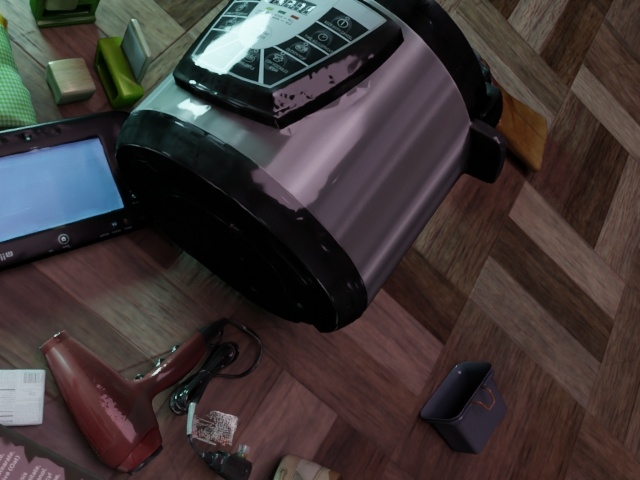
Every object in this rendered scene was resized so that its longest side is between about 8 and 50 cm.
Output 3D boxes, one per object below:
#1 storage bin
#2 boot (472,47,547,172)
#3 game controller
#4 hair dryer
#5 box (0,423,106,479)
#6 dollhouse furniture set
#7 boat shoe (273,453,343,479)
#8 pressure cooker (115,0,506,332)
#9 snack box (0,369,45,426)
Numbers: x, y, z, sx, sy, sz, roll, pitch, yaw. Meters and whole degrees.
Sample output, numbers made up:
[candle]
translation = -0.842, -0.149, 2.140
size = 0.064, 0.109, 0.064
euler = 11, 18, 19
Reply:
[storage bin]
translation = 0.246, 0.275, 1.055
size = 0.135, 0.098, 0.091
euler = -43, 107, -34
[boot]
translation = 0.336, -0.220, 1.305
size = 0.280, 0.096, 0.264
euler = 36, 50, -24
[game controller]
translation = -0.353, -0.063, 0.830
size = 0.319, 0.067, 0.167
euler = -21, 84, -34
[hair dryer]
translation = -0.215, 0.188, 0.835
size = 0.293, 0.080, 0.224
euler = 23, 47, -28
[box]
translation = -0.286, 0.299, 0.648
size = 0.381, 0.191, 0.143
euler = 37, 53, -20
[dollhouse furniture set]
translation = -0.389, -0.256, 0.825
size = 0.301, 0.151, 0.198
euler = -21, 84, -34
[boat shoe]
translation = -0.074, 0.415, 0.814
size = 0.098, 0.109, 0.302
euler = 18, 57, 20
[pressure cooker]
translation = -0.002, -0.146, 0.836
size = 0.370, 0.375, 0.420
euler = 46, 69, -19
[snack box]
translation = -0.409, 0.179, 0.736
size = 0.178, 0.022, 0.064
euler = 6, 71, -29
